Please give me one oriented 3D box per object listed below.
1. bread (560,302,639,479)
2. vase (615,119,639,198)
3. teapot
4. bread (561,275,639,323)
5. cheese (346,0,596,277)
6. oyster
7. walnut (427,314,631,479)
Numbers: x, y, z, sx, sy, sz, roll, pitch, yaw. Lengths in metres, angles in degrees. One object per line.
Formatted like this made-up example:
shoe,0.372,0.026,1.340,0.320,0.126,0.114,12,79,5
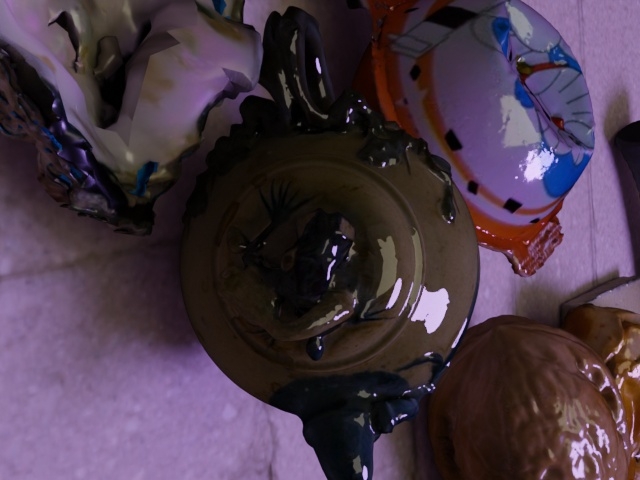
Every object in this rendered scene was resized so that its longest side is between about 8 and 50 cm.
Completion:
bread,0.289,0.179,0.950,0.235,0.099,0.211,22,85,-48
vase,0.386,-0.015,1.091,0.115,0.115,0.237,-41,116,-42
teapot,0.000,0.000,0.549,0.182,0.173,0.270,7,76,-84
bread,0.292,0.082,1.030,0.153,0.028,0.068,-16,104,-48
cheese,0.083,-0.129,0.700,0.217,0.129,0.329,-33,97,-51
oyster,-0.108,-0.131,0.506,0.198,0.092,0.260,-27,101,-46
walnut,0.160,0.144,0.785,0.155,0.155,0.184,-37,119,-43
